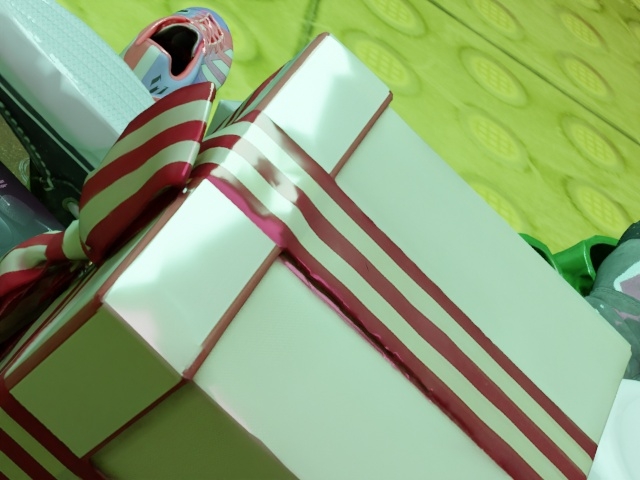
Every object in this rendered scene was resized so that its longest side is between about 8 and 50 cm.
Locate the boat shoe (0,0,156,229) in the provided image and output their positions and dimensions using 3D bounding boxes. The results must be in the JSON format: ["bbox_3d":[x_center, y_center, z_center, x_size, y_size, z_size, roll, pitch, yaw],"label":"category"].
[{"bbox_3d":[-0.145,-0.029,0.962,0.335,0.119,0.121,50,15,-27],"label":"boat shoe"}]

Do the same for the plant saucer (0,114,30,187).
[{"bbox_3d":[-0.212,-0.036,1.061,0.199,0.036,0.198,27,33,-19],"label":"plant saucer"}]

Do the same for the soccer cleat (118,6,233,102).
[{"bbox_3d":[-0.122,-0.169,1.277,0.083,0.095,0.248,39,30,-2],"label":"soccer cleat"}]

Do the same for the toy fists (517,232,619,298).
[{"bbox_3d":[0.173,0.065,1.253,0.279,0.142,0.096,0,66,-48],"label":"toy fists"}]

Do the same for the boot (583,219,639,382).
[{"bbox_3d":[0.299,0.167,1.182,0.338,0.118,0.223,53,49,-7],"label":"boot"}]

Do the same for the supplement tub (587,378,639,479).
[{"bbox_3d":[0.144,0.231,0.860,0.191,0.272,0.191,28,32,-20],"label":"supplement tub"}]

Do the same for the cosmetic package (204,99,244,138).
[{"bbox_3d":[0.000,0.000,1.107,0.238,0.127,0.107,38,26,33],"label":"cosmetic package"}]

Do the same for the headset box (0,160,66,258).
[{"bbox_3d":[-0.260,0.030,0.842,0.293,0.110,0.218,45,30,8],"label":"headset box"}]

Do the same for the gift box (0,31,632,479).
[{"bbox_3d":[-0.036,0.069,0.702,0.258,0.255,0.276,43,37,-9],"label":"gift box"}]
